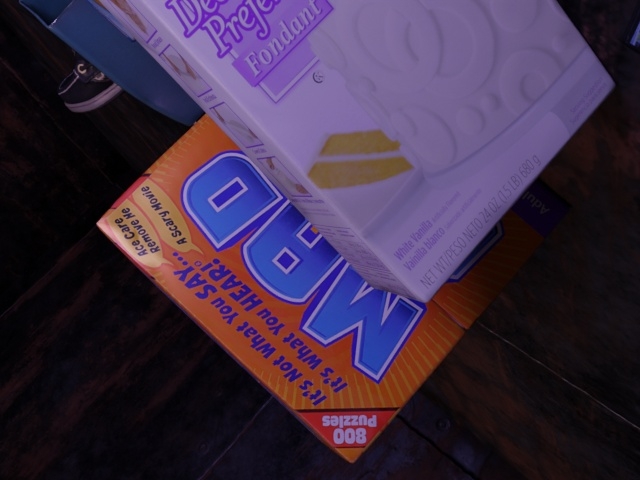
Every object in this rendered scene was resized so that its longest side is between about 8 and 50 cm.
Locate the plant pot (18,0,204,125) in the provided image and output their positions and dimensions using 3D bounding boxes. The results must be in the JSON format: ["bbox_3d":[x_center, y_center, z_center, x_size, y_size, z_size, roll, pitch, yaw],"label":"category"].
[{"bbox_3d":[-0.228,-0.274,0.981,0.234,0.166,0.165,43,178,-42],"label":"plant pot"}]

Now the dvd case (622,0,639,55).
[{"bbox_3d":[0.296,-0.100,0.406,0.253,0.022,0.180,39,169,18],"label":"dvd case"}]

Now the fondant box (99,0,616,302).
[{"bbox_3d":[0.033,-0.151,0.559,0.330,0.238,0.096,46,169,-17],"label":"fondant box"}]

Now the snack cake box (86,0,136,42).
[{"bbox_3d":[-0.223,-0.302,0.625,0.264,0.089,0.152,42,170,-16],"label":"snack cake box"}]

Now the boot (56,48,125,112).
[{"bbox_3d":[-0.381,-0.364,1.168,0.377,0.138,0.284,-13,133,48],"label":"boot"}]

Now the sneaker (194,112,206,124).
[{"bbox_3d":[-0.274,-0.278,1.605,0.161,0.057,0.075,43,164,-16],"label":"sneaker"}]

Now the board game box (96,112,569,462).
[{"bbox_3d":[0.007,0.010,0.947,0.356,0.356,0.356,42,169,5],"label":"board game box"}]
